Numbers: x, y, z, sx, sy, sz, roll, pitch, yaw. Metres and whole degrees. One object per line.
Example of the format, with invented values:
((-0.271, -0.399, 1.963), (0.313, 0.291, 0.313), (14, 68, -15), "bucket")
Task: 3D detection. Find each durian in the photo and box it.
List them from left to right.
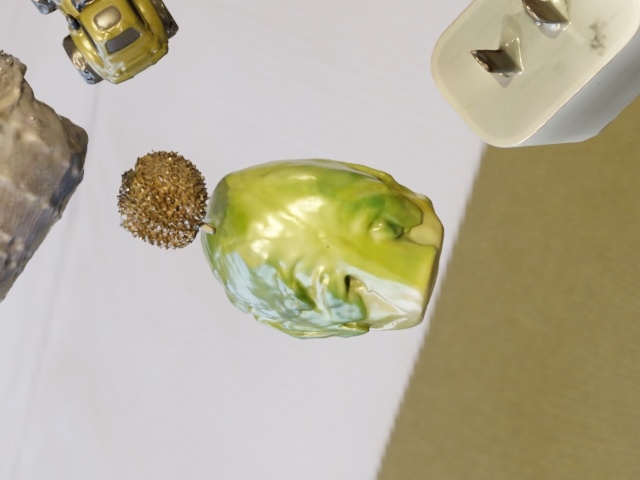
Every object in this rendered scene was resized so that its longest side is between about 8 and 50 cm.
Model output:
((-0.124, -0.032, 1.367), (0.080, 0.091, 0.080), (-62, 6, 12), "durian")

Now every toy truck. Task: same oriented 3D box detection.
((-0.281, -0.309, 2.030), (0.147, 0.165, 0.224), (-31, 82, 0), "toy truck")

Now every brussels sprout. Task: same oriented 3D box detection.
((0.000, 0.000, 1.465), (0.223, 0.223, 0.161), (-25, 50, 47), "brussels sprout")

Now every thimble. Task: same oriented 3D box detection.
((-0.296, -0.067, 1.287), (0.172, 0.205, 0.236), (-57, 27, -7), "thimble")

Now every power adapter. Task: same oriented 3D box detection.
((0.202, -0.172, 1.424), (0.187, 0.255, 0.124), (-46, 73, 24), "power adapter")
